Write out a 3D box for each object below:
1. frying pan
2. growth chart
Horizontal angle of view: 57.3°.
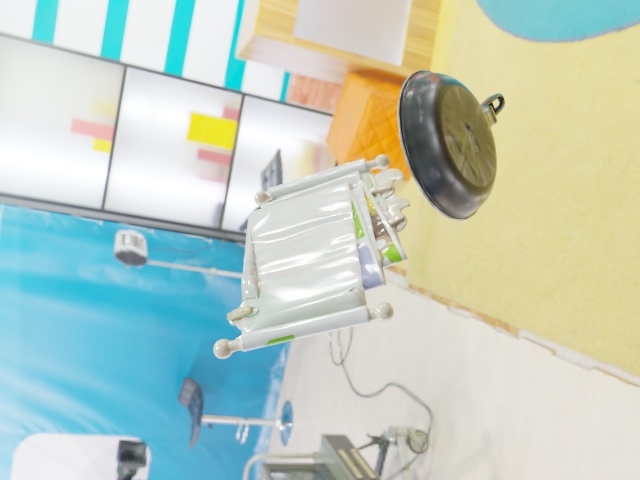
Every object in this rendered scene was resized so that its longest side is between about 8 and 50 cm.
[{"bbox_3d":[0.209,-0.127,0.781,0.053,0.326,0.197,-15,83,43],"label":"frying pan"},{"bbox_3d":[0.000,0.000,0.541,0.237,0.172,0.021,-86,-18,-49],"label":"growth chart"}]
